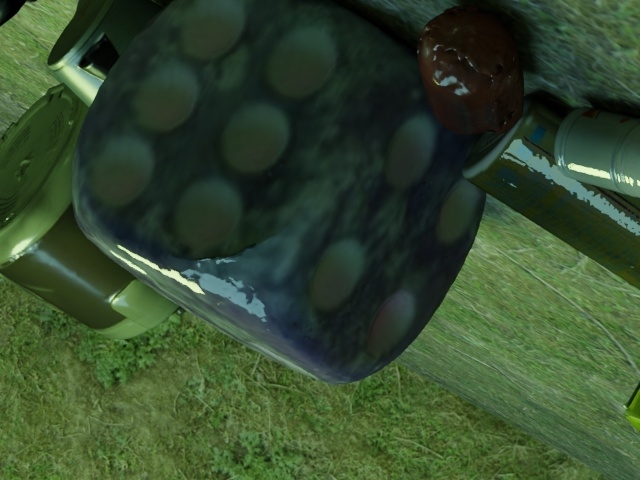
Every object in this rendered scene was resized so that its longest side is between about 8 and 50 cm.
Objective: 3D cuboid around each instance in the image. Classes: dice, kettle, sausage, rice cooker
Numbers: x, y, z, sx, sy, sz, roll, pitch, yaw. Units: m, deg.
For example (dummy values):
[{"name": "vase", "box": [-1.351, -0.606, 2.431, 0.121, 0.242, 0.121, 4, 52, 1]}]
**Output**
[{"name": "dice", "box": [-0.033, -0.049, 1.313, 0.270, 0.270, 0.271, 25, 170, 33]}, {"name": "kettle", "box": [-0.152, -0.167, 1.552, 0.243, 0.160, 0.211, 39, -156, -21]}, {"name": "sausage", "box": [0.110, -0.122, 1.087, 0.076, 0.076, 0.141, 27, 173, 20]}, {"name": "rice cooker", "box": [-0.318, -0.036, 2.213, 0.325, 0.335, 0.335, 35, 171, -30]}]

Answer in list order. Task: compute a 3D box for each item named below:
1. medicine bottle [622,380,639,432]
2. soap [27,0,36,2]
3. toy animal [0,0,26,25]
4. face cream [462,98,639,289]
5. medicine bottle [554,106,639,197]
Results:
[{"name": "medicine bottle", "box": [0.447, 0.181, 1.462, 0.250, 0.141, 0.137, 23, 165, 40]}, {"name": "soap", "box": [-0.390, -0.330, 1.608, 0.203, 0.065, 0.122, 23, 169, 38]}, {"name": "toy animal", "box": [-0.355, -0.281, 1.293, 0.212, 0.213, 0.267, 29, 175, 10]}, {"name": "face cream", "box": [0.259, -0.010, 1.221, 0.285, 0.067, 0.139, 32, 162, -6]}, {"name": "medicine bottle", "box": [0.220, -0.063, 1.093, 0.089, 0.057, 0.057, 21, 167, 48]}]
